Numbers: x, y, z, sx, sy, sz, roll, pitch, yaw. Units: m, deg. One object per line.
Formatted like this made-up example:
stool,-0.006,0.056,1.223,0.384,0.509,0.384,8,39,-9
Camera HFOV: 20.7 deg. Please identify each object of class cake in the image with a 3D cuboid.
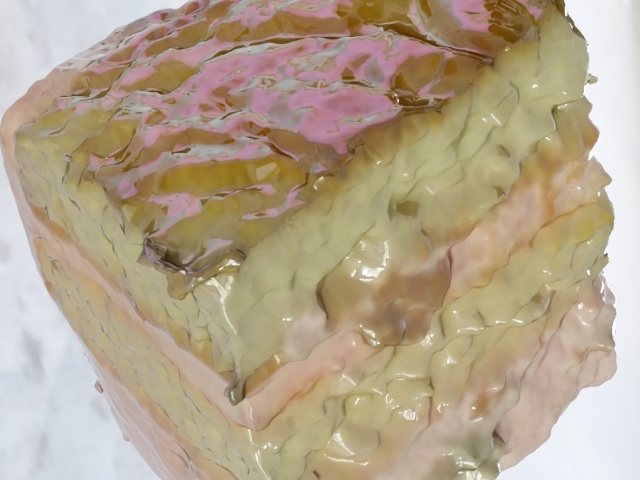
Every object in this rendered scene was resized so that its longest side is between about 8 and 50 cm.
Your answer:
cake,0.000,0.000,1.089,0.293,0.314,0.306,38,-28,44
